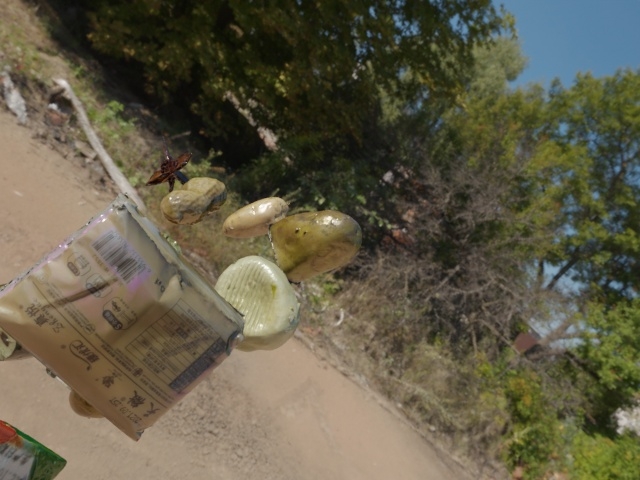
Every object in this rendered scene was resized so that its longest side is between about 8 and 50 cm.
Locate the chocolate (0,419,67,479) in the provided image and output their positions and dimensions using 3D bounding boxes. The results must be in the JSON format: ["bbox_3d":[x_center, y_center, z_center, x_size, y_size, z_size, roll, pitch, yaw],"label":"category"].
[{"bbox_3d":[-0.791,0.428,1.023,0.359,0.162,0.341,10,-37,19],"label":"chocolate"}]

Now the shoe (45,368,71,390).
[{"bbox_3d":[-0.812,0.396,1.639,0.110,0.095,0.265,31,7,-8],"label":"shoe"}]

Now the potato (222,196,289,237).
[{"bbox_3d":[-0.215,-0.070,1.693,0.234,0.161,0.128,-20,86,-35],"label":"potato"}]

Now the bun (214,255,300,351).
[{"bbox_3d":[-0.174,0.183,1.339,0.259,0.259,0.160,46,-1,18],"label":"bun"}]

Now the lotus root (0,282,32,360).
[{"bbox_3d":[-0.886,0.238,1.553,0.250,0.250,0.346,45,20,14],"label":"lotus root"}]

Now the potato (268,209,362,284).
[{"bbox_3d":[0.000,0.000,1.480,0.229,0.265,0.229,49,28,-38],"label":"potato"}]

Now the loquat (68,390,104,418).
[{"bbox_3d":[-0.794,0.560,1.743,0.204,0.172,0.150,45,43,-25],"label":"loquat"}]

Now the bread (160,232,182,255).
[{"bbox_3d":[-0.493,0.112,1.285,0.196,0.252,0.239,26,37,-55],"label":"bread"}]

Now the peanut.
[{"bbox_3d":[-0.266,-0.085,1.033,0.089,0.089,0.193,43,26,-2],"label":"peanut"}]

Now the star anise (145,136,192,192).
[{"bbox_3d":[-0.465,-0.232,1.533,0.158,0.141,0.144,0,31,-19],"label":"star anise"}]

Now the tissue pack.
[{"bbox_3d":[-0.247,0.100,0.634,0.257,0.215,0.123,52,-9,-18],"label":"tissue pack"}]
